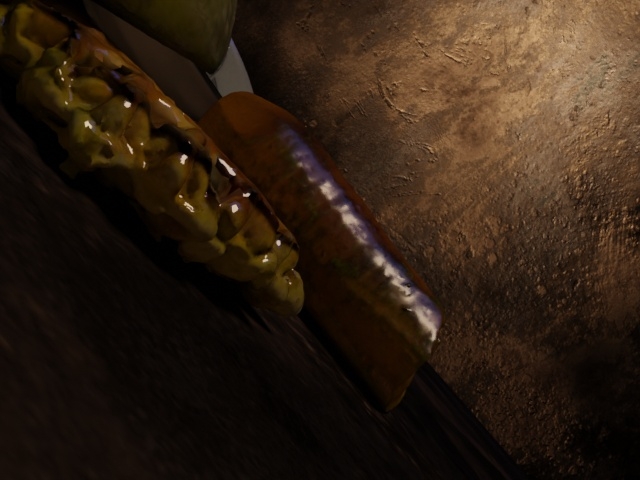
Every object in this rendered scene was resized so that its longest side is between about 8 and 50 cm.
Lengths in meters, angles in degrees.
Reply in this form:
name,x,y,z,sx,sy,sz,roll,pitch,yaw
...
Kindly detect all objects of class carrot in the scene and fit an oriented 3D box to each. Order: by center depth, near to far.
name,x,y,z,sx,sy,sz,roll,pitch,yaw
carrot,0.000,0.000,0.764,0.302,0.114,0.114,50,2,15

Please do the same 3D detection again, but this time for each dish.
name,x,y,z,sx,sy,sz,roll,pitch,yaw
dish,-0.187,-0.247,0.976,0.316,0.106,0.316,62,9,-17

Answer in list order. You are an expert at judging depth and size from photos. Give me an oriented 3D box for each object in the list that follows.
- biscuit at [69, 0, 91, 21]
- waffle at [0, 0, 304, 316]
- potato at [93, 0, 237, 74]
name,x,y,z,sx,sy,sz,roll,pitch,yaw
biscuit,-0.303,-0.306,0.986,0.099,0.038,0.322,50,3,31
waffle,-0.104,-0.057,0.511,0.238,0.059,0.243,45,-2,30
potato,-0.149,-0.208,0.515,0.255,0.112,0.269,31,6,-7
